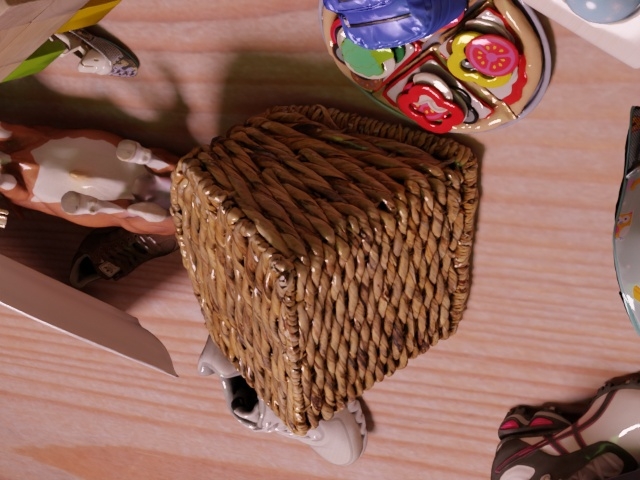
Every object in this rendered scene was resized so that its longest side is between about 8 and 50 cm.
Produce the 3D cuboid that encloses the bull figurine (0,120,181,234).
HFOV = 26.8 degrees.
[{"bbox_3d":[-0.264,-0.068,1.366,0.310,0.101,0.188,6,178,17],"label":"bull figurine"}]

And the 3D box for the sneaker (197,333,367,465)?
[{"bbox_3d":[-0.047,0.184,1.562,0.110,0.118,0.292,-7,135,38],"label":"sneaker"}]

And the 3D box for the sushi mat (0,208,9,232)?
[{"bbox_3d":[-0.480,-0.057,1.381,0.317,0.019,0.151,14,174,-12],"label":"sushi mat"}]

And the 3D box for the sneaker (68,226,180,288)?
[{"bbox_3d":[-0.211,0.015,1.489,0.066,0.071,0.188,43,144,-22],"label":"sneaker"}]

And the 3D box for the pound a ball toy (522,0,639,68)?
[{"bbox_3d":[0.120,-0.262,0.838,0.319,0.135,0.208,30,146,-5],"label":"pound a ball toy"}]

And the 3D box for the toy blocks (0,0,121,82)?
[{"bbox_3d":[-0.339,-0.252,1.103,0.381,0.191,0.260,-28,88,46],"label":"toy blocks"}]

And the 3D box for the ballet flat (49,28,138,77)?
[{"bbox_3d":[-0.228,-0.181,1.272,0.114,0.041,0.041,35,145,-11],"label":"ballet flat"}]

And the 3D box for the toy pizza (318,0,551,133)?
[{"bbox_3d":[0.088,-0.155,1.093,0.201,0.032,0.201,19,145,14],"label":"toy pizza"}]

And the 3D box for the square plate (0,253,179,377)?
[{"bbox_3d":[-0.350,0.047,1.514,0.347,0.049,0.344,27,172,-23],"label":"square plate"}]

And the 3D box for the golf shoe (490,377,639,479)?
[{"bbox_3d":[0.285,0.225,1.385,0.105,0.120,0.273,42,142,-17],"label":"golf shoe"}]

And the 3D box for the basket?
[{"bbox_3d":[0.000,0.000,1.300,0.213,0.223,0.299,46,157,31],"label":"basket"}]

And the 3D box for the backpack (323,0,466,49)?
[{"bbox_3d":[0.044,-0.200,0.986,0.098,0.101,0.120,0,117,43],"label":"backpack"}]

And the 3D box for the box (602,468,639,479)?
[{"bbox_3d":[0.349,0.373,1.369,0.296,0.182,0.294,-17,139,-1],"label":"box"}]

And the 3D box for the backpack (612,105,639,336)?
[{"bbox_3d":[0.297,-0.002,1.011,0.144,0.188,0.166,-3,135,37],"label":"backpack"}]
